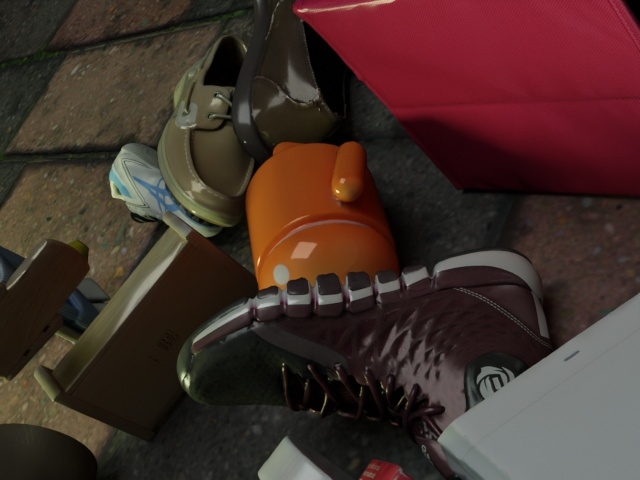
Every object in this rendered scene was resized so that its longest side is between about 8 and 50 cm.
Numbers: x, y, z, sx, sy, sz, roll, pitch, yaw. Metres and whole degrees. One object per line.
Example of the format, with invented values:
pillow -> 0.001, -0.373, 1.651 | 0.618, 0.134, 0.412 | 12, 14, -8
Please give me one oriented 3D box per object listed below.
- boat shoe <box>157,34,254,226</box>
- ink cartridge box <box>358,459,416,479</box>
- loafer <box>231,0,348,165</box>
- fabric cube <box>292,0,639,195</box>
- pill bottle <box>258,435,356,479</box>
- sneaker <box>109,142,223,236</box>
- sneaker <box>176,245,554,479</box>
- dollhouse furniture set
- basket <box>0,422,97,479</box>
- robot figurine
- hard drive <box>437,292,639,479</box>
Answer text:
boat shoe -> -0.117, -0.139, 1.022 | 0.098, 0.109, 0.302 | -50, 27, 31
ink cartridge box -> 0.038, 0.236, 0.499 | 0.176, 0.128, 0.127 | -54, -3, -12
loafer -> 0.001, -0.249, 1.011 | 0.130, 0.133, 0.366 | -12, 61, 33
fabric cube -> 0.188, -0.203, 0.664 | 0.258, 0.259, 0.254 | 8, 65, 48
pill bottle -> -0.051, 0.257, 0.618 | 0.221, 0.121, 0.121 | -53, 38, -5
sneaker -> -0.184, -0.047, 1.056 | 0.237, 0.085, 0.086 | 33, 110, 49
sneaker -> 0.040, 0.108, 0.620 | 0.281, 0.106, 0.163 | -15, 53, 2
dollhouse furniture set -> -0.260, 0.011, 0.900 | 0.303, 0.286, 0.198 | 35, 85, 41
basket -> -0.295, 0.299, 0.806 | 0.204, 0.154, 0.227 | -24, 40, 26
robot figurine -> 0.000, -0.002, 0.783 | 0.158, 0.128, 0.219 | -34, 40, 18
hard drive -> 0.222, 0.125, 0.439 | 0.203, 0.040, 0.307 | -31, 26, -13
